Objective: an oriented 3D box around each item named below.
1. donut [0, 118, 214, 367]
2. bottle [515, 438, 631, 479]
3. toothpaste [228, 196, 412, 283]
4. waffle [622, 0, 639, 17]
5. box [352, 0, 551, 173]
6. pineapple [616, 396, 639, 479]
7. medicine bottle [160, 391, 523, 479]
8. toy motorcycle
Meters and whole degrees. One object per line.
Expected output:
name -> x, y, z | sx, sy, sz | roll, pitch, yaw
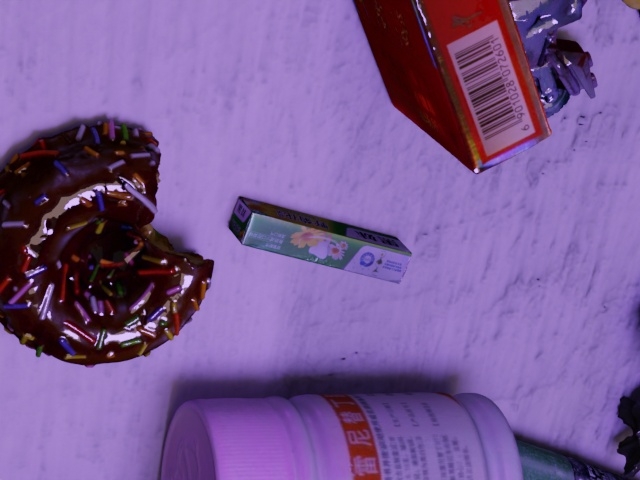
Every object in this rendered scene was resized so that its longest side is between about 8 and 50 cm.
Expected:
donut -> -0.207, 0.013, 1.680 | 0.216, 0.096, 0.230 | -15, 118, -14
bottle -> 0.297, 0.292, 1.993 | 0.330, 0.093, 0.093 | 23, 103, -27
toothpaste -> 0.000, 0.000, 1.782 | 0.179, 0.043, 0.037 | 14, 104, -25
waffle -> 0.443, -0.346, 1.771 | 0.382, 0.095, 0.380 | -47, 117, 1
box -> 0.084, -0.234, 1.619 | 0.089, 0.197, 0.313 | -26, 119, -8
pineapple -> 0.500, 0.211, 1.991 | 0.362, 0.202, 0.202 | -3, 115, -3
medicine bottle -> 0.019, 0.250, 1.809 | 0.316, 0.202, 0.202 | 0, 113, -21
toy motorcycle -> 0.219, -0.215, 1.748 | 0.122, 0.082, 0.213 | -19, 127, 0
